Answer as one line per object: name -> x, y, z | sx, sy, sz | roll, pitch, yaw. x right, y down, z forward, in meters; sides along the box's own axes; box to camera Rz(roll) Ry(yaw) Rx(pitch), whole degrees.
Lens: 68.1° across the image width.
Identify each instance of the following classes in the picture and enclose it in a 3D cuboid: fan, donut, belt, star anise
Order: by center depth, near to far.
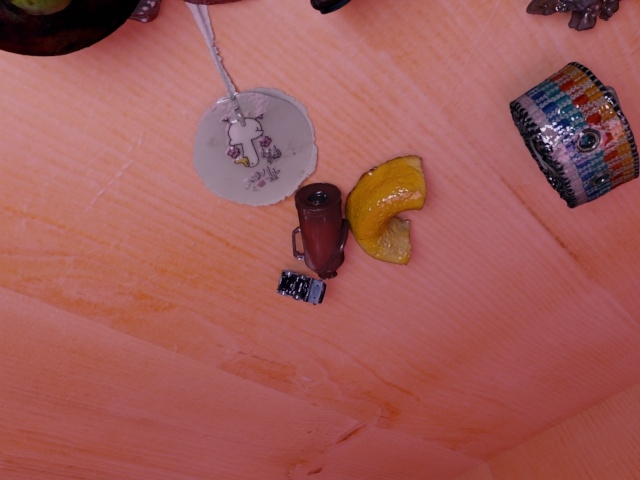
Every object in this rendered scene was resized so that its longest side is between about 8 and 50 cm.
star anise -> 0.448, -0.434, 0.724 | 0.214, 0.099, 0.220 | 2, 131, -26
fan -> -0.141, -0.224, 0.813 | 0.233, 0.012, 0.415 | -26, 129, -5
belt -> 0.486, -0.187, 0.878 | 0.160, 0.207, 0.295 | -35, 131, 21
donut -> 0.129, -0.048, 1.003 | 0.152, 0.101, 0.259 | -2, 136, -3

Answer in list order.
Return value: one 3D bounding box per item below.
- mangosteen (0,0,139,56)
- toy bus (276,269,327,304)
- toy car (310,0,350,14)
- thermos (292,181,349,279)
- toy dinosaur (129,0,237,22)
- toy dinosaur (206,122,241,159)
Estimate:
mangosteen -> -0.314, -0.345, 0.495 | 0.311, 0.311, 0.311 | -6, 132, -7
toy bus -> -0.038, 0.109, 1.079 | 0.074, 0.123, 0.060 | 19, 83, -36
toy car -> 0.042, -0.409, 0.554 | 0.198, 0.248, 0.204 | -26, 111, 7
thermos -> -0.001, -0.002, 1.006 | 0.124, 0.099, 0.232 | 0, 132, 5
toy dinosaur -> -0.154, -0.368, 0.673 | 0.242, 0.053, 0.167 | 6, 130, -23
toy dinosaur -> -0.172, -0.170, 0.871 | 0.060, 0.029, 0.120 | 17, 121, -45
